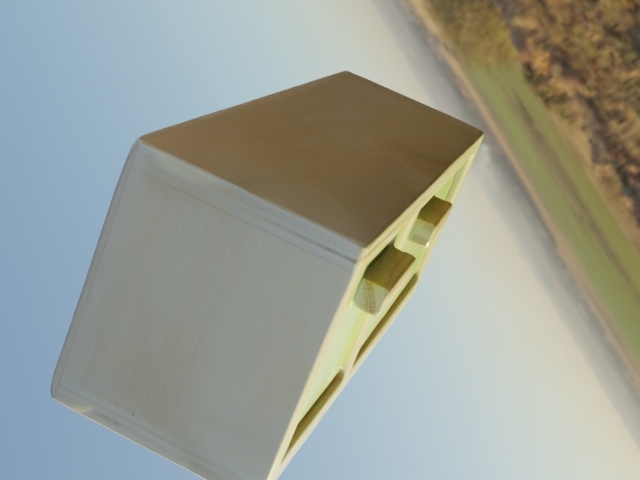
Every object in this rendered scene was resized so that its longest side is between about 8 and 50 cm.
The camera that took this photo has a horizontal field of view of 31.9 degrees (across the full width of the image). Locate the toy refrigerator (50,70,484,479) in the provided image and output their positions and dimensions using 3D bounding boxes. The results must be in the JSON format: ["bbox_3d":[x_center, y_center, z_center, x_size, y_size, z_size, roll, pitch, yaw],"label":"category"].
[{"bbox_3d":[0.000,0.000,0.489,0.094,0.102,0.269,26,-162,10],"label":"toy refrigerator"}]
